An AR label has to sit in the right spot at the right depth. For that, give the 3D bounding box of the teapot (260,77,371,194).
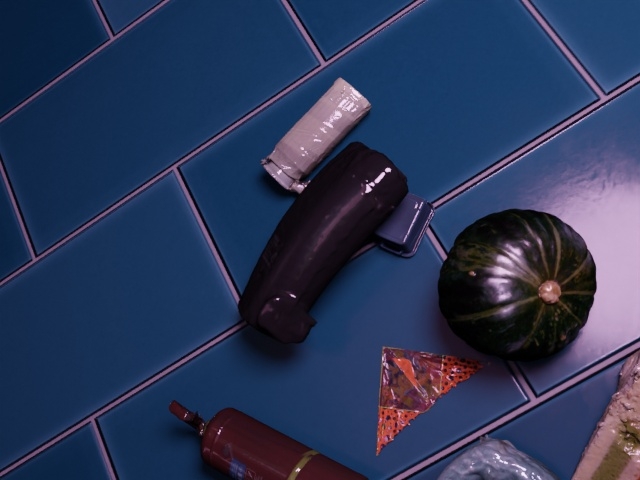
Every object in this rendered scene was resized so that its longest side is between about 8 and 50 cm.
[{"bbox_3d":[0.002,-0.163,1.143,0.107,0.077,0.200,44,93,3],"label":"teapot"}]

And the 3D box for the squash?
[{"bbox_3d":[0.266,0.061,0.932,0.218,0.218,0.172,-62,29,-4],"label":"squash"}]

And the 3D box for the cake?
[{"bbox_3d":[0.422,0.243,0.913,0.086,0.117,0.220,25,118,25],"label":"cake"}]

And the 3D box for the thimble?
[{"bbox_3d":[0.243,0.371,0.885,0.198,0.143,0.235,-14,73,14],"label":"thimble"}]

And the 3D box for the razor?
[{"bbox_3d":[-0.004,-0.001,1.051,0.107,0.189,0.327,35,94,-21],"label":"razor"}]

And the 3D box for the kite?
[{"bbox_3d":[0.132,0.209,1.038,0.222,0.008,0.125,-41,65,5],"label":"kite"}]

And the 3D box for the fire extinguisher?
[{"bbox_3d":[-0.076,0.331,1.013,0.341,0.141,0.105,21,57,22],"label":"fire extinguisher"}]

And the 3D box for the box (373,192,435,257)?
[{"bbox_3d":[0.128,-0.031,1.073,0.074,0.054,0.099,24,85,21],"label":"box"}]
